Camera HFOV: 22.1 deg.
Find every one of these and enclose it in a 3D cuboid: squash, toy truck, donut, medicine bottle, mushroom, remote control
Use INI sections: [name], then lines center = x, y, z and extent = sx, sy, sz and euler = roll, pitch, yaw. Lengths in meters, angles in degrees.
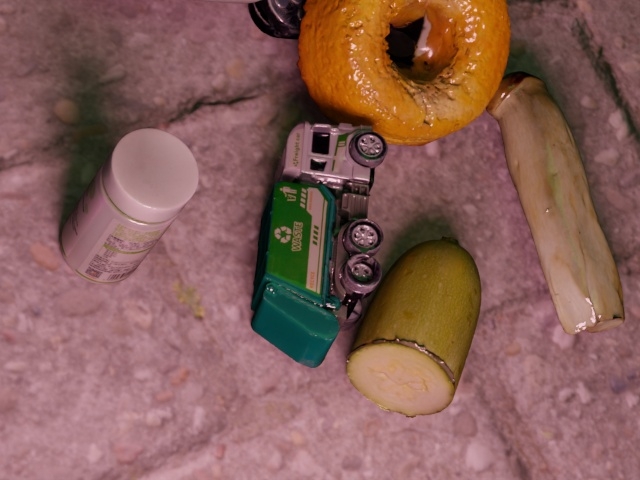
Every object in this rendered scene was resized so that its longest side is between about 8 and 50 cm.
[squash]
center = 0.105, 0.074, 1.692
extent = 0.123, 0.123, 0.186
euler = 28, 55, -10
[toy truck]
center = 0.000, 0.000, 1.684
extent = 0.124, 0.114, 0.253
euler = 8, 63, -9
[donut]
center = 0.097, -0.220, 1.797
extent = 0.254, 0.118, 0.253
euler = -4, 96, -33
[medicine bottle]
center = -0.185, -0.029, 1.562
extent = 0.086, 0.183, 0.086
euler = 11, 62, -21
[mushroom]
center = 0.267, -0.046, 1.841
extent = 0.100, 0.081, 0.312
euler = 1, 66, -46
[remote control]
center = 0.032, -0.281, 1.866
extent = 0.266, 0.066, 0.090
euler = -17, 89, -35

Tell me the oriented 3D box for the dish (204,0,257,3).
[dish]
center = -0.151, -0.319, 1.766
extent = 0.213, 0.077, 0.151
euler = 4, 63, -9
